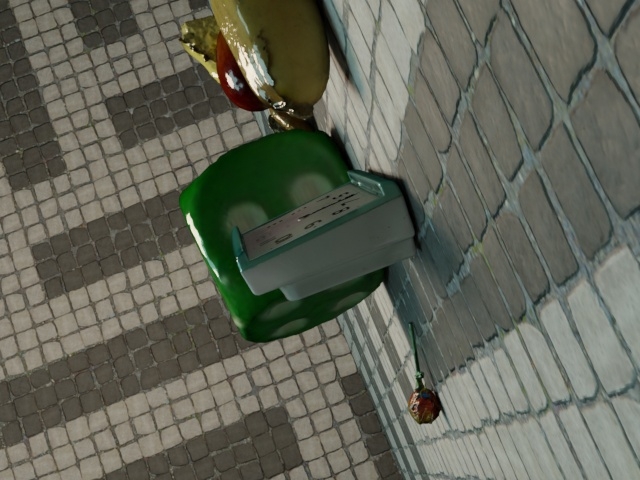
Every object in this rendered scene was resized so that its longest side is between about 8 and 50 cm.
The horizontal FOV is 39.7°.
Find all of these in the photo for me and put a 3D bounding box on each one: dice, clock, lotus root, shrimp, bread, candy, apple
[{"bbox_3d":[-0.064,-0.006,1.582,0.297,0.300,0.287,82,163,-68],"label":"dice"},{"bbox_3d":[0.000,0.000,1.220,0.262,0.231,0.116,-137,21,-80],"label":"clock"},{"bbox_3d":[-0.066,-0.302,1.212,0.303,0.130,0.146,65,152,11],"label":"lotus root"},{"bbox_3d":[-0.060,-0.244,1.842,0.115,0.051,0.217,45,-175,-4],"label":"shrimp"},{"bbox_3d":[-0.172,-0.403,1.893,0.262,0.163,0.204,35,180,-14],"label":"bread"},{"bbox_3d":[0.169,0.228,1.527,0.060,0.060,0.201,-120,17,-65],"label":"candy"},{"bbox_3d":[-0.114,-0.320,1.563,0.158,0.147,0.156,56,147,14],"label":"apple"}]

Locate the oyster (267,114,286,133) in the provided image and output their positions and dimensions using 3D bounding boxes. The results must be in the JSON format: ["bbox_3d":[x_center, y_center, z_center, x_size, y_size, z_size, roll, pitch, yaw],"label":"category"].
[{"bbox_3d":[-0.064,-0.189,2.091,0.199,0.087,0.252,60,-172,-29],"label":"oyster"}]
